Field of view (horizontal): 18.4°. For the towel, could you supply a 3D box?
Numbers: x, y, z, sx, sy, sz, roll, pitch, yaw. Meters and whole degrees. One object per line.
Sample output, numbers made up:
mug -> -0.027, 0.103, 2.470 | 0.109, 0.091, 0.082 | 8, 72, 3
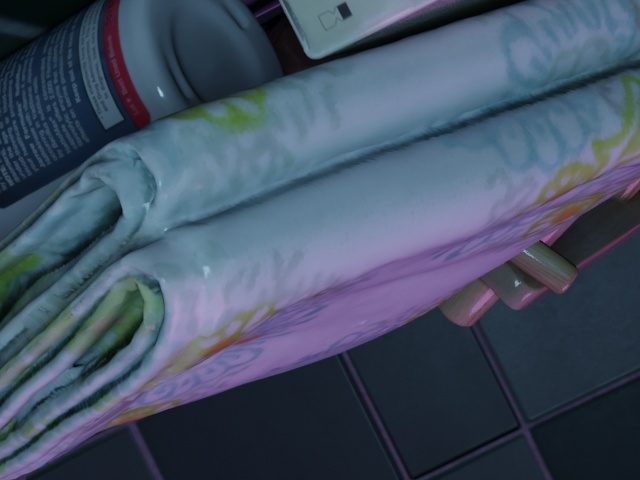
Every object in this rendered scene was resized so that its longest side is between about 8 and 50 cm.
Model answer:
towel -> 0.000, 0.000, 0.855 | 0.374, 0.090, 0.320 | -21, 175, -37

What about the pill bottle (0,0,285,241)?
pill bottle -> -0.114, -0.049, 0.951 | 0.180, 0.108, 0.108 | -26, 180, 31

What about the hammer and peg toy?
hammer and peg toy -> 0.084, -0.059, 1.350 | 0.127, 0.266, 0.361 | -48, 169, 30

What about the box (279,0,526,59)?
box -> 0.060, -0.143, 0.811 | 0.113, 0.094, 0.275 | -26, 180, 17
